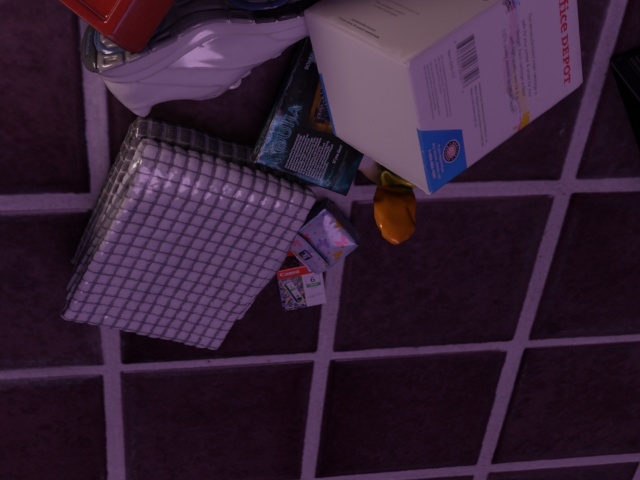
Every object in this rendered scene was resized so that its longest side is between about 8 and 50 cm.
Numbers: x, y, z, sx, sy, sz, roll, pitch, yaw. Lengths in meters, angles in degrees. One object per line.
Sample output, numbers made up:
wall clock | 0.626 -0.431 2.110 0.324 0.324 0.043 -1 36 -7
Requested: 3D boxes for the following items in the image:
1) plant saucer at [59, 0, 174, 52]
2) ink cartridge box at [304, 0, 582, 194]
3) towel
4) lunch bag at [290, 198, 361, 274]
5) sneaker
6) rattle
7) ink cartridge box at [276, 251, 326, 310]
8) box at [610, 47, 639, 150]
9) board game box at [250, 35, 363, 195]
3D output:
plant saucer | -0.225 -0.328 0.958 0.258 0.047 0.259 38 129 -8
ink cartridge box | 0.136 -0.203 1.098 0.233 0.168 0.171 -35 135 -20
towel | -0.169 -0.006 1.288 0.235 0.121 0.283 14 126 -28
lunch bag | 0.000 0.000 1.359 0.083 0.053 0.071 -36 104 21
sneaker | -0.107 -0.227 1.143 0.297 0.111 0.129 -16 148 5
rattle | 0.129 -0.116 1.249 0.200 0.142 0.130 -37 109 26
ink cartridge box | -0.030 0.042 1.413 0.063 0.029 0.115 -11 131 -3
box | 0.581 -0.129 1.302 0.313 0.179 0.343 -27 130 9
board game box | 0.010 -0.158 1.211 0.126 0.026 0.186 19 101 -23
